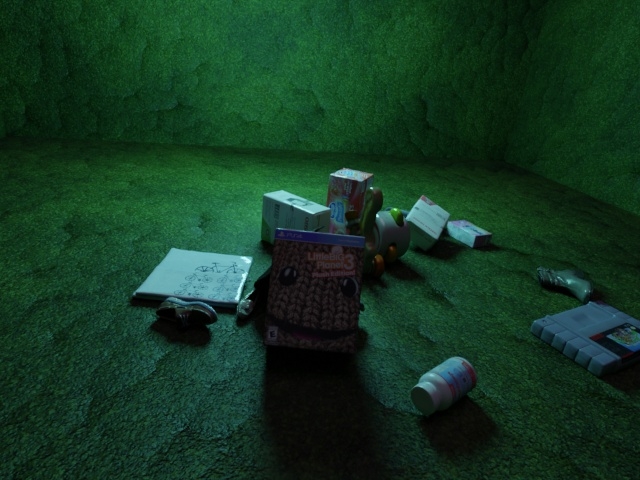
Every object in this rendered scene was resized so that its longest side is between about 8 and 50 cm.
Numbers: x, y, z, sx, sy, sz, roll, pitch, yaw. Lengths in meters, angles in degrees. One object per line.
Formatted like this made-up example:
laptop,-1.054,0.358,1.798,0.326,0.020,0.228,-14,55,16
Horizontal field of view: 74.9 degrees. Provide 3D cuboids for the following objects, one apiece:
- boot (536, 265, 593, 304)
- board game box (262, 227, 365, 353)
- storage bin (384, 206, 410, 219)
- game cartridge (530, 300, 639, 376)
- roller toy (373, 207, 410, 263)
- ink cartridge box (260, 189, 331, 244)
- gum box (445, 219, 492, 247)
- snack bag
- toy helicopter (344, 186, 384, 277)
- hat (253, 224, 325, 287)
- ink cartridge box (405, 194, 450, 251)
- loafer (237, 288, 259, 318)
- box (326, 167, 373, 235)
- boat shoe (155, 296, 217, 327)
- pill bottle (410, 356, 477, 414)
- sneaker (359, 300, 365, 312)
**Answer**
boot,0.895,0.165,1.547,0.161,0.084,0.246,5,17,16
board game box,-0.015,0.133,1.089,0.231,0.291,0.141,5,-11,-1
storage bin,0.361,-0.088,1.953,0.135,0.091,0.098,15,25,22
game cartridge,0.854,0.285,1.272,0.354,0.068,0.230,-7,23,-28
roller toy,0.245,-0.017,1.646,0.146,0.210,0.191,-6,1,-25
ink cartridge box,-0.102,-0.062,1.650,0.272,0.199,0.114,24,28,35
gum box,0.684,-0.035,1.944,0.107,0.062,0.188,-7,27,-27
snack bag,-0.396,0.110,1.393,0.322,0.037,0.342,6,24,0
toy helicopter,0.153,-0.046,1.479,0.140,0.355,0.235,-1,42,-16
hat,-0.065,0.086,1.346,0.134,0.331,0.331,47,30,0
ink cartridge box,0.455,-0.077,1.826,0.158,0.092,0.218,37,44,5
loafer,-0.214,0.185,1.247,0.045,0.039,0.125,38,20,-9
box,0.114,-0.132,1.733,0.142,0.300,0.154,16,26,21
boat shoe,-0.371,0.209,1.153,0.183,0.066,0.066,5,26,23
pill bottle,0.286,0.339,0.974,0.160,0.087,0.087,-15,31,-38
sneaker,0.063,0.168,1.304,0.099,0.153,0.282,-26,-7,-2
